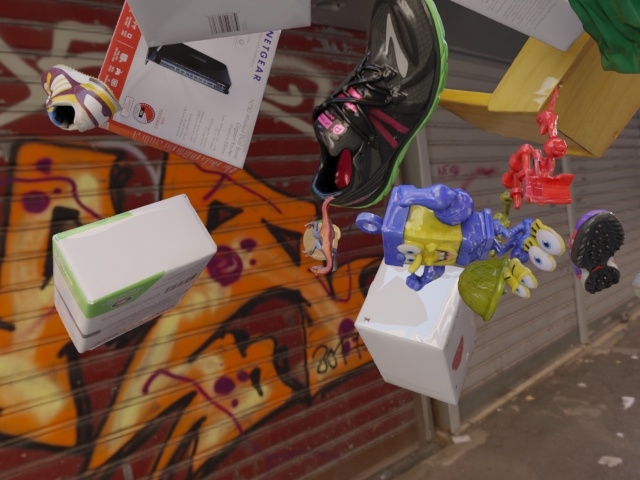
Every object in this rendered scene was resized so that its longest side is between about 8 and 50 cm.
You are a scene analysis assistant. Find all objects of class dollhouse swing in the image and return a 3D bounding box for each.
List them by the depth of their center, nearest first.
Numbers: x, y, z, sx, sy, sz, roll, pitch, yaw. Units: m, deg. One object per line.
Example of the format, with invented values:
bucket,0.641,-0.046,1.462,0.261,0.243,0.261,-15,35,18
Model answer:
dollhouse swing,0.507,-0.370,1.034,0.347,0.315,0.305,10,28,-39

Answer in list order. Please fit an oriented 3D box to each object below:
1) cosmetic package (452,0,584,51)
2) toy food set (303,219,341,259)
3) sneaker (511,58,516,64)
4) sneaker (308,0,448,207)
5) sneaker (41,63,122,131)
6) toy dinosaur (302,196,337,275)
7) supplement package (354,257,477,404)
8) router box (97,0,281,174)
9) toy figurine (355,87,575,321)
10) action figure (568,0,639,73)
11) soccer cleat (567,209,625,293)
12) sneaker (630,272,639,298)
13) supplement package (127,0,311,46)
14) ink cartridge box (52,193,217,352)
cosmetic package,0.333,-0.421,0.741,0.231,0.117,0.085,20,-24,-3
toy food set,0.000,0.000,0.946,0.083,0.083,0.020,17,13,24
sneaker,0.512,-0.410,1.080,0.115,0.105,0.281,15,-16,5
sneaker,0.096,-0.253,0.898,0.202,0.482,0.185,-16,46,-35
sneaker,-0.395,-0.217,0.695,0.186,0.069,0.084,20,58,32
toy dinosaur,0.001,0.003,0.588,0.047,0.090,0.082,-3,38,-10
supplement package,0.214,0.192,0.946,0.175,0.177,0.293,11,-32,30
router box,-0.268,-0.345,0.926,0.301,0.335,0.082,18,-11,-26
toy figurine,0.160,-0.022,0.602,0.217,0.191,0.362,5,-23,12
action figure,0.353,-0.305,0.546,0.063,0.232,0.137,-48,22,2
soccer cleat,0.602,0.010,1.015,0.109,0.116,0.318,-29,-40,16
sneaker,0.470,0.026,0.474,0.148,0.131,0.350,-50,-16,0
supplement package,-0.154,-0.422,0.645,0.262,0.145,0.204,-9,-21,-4
ink cartridge box,-0.314,0.061,0.741,0.198,0.114,0.273,-27,-10,-38
